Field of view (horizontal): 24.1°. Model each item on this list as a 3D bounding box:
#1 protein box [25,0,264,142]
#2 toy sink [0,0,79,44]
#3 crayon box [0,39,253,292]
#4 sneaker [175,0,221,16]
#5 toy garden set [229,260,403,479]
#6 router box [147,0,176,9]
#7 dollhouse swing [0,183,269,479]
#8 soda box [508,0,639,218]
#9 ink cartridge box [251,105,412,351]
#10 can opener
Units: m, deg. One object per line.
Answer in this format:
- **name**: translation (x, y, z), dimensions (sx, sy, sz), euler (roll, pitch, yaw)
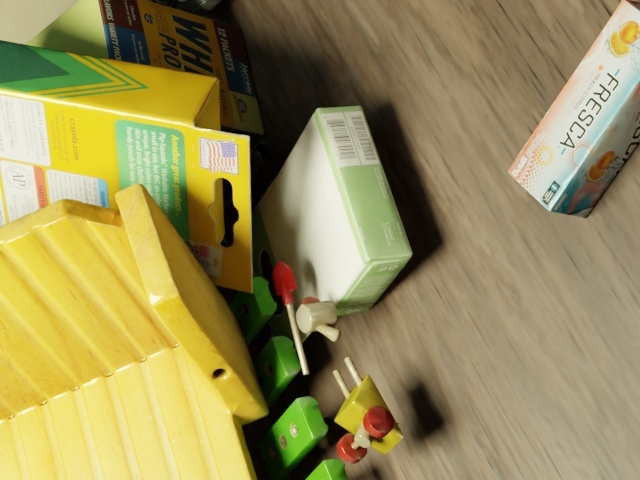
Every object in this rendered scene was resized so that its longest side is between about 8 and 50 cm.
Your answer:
- **protein box**: translation (-0.209, -0.146, 1.605), dimensions (0.200, 0.201, 0.136), euler (-29, 65, 37)
- **toy sink**: translation (-0.415, -0.269, 1.779), dimensions (0.153, 0.234, 0.131), euler (6, 128, 44)
- **crayon box**: translation (-0.210, -0.074, 1.454), dimensions (0.323, 0.083, 0.203), euler (11, 133, 10)
- **sneaker**: translation (-0.169, -0.367, 1.666), dimensions (0.100, 0.108, 0.271), euler (-32, 64, 34)
- **toy garden set**: translation (-0.009, 0.139, 1.447), dimensions (0.204, 0.049, 0.244), euler (-53, 53, 48)
- **router box**: translation (-0.222, -0.263, 1.747), dimensions (0.122, 0.038, 0.092), euler (10, 91, 44)
- **dollhouse swing**: translation (-0.239, 0.201, 1.366), dimensions (0.347, 0.315, 0.305), euler (-23, 47, 8)
- **soda box**: translation (0.242, -0.110, 1.274), dimensions (0.063, 0.058, 0.183), euler (49, 117, 36)
- **ink cartridge box**: translation (0.000, 0.000, 1.492), dimensions (0.235, 0.056, 0.171), euler (-56, 46, 54)
- **can opener**: translation (-0.104, -0.043, 1.595), dimensions (0.073, 0.059, 0.186), euler (34, 122, -5)
